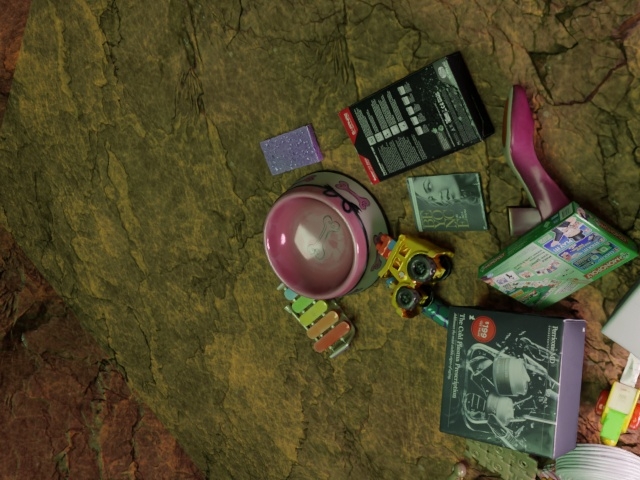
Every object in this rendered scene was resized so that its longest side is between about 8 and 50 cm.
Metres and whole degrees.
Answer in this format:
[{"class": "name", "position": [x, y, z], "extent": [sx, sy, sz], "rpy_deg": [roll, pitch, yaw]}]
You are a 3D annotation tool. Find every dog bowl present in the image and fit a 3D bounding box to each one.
[{"class": "dog bowl", "position": [0.000, 0.000, 2.063], "extent": [0.408, 0.150, 0.407], "rpy_deg": [10, 111, 29]}]

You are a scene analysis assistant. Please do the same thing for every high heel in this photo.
[{"class": "high heel", "position": [0.540, -0.193, 1.634], "extent": [0.181, 0.127, 0.377], "rpy_deg": [-4, 107, 9]}]

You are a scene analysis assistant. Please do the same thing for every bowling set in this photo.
[{"class": "bowling set", "position": [0.521, 0.840, 2.129], "extent": [0.200, 0.287, 0.154], "rpy_deg": [3, 132, -10]}]

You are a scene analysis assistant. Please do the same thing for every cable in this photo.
[{"class": "cable", "position": [0.751, 0.614, 1.776], "extent": [0.257, 0.089, 0.257], "rpy_deg": [-6, 144, 41]}]

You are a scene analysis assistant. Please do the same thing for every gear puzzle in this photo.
[{"class": "gear puzzle", "position": [0.588, 0.664, 2.022], "extent": [0.339, 0.044, 0.175], "rpy_deg": [25, 134, 37]}]

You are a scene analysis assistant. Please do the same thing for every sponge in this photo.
[{"class": "sponge", "position": [-0.092, -0.282, 2.111], "extent": [0.210, 0.031, 0.117], "rpy_deg": [-11, 105, 41]}]

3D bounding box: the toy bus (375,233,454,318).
[{"class": "toy bus", "position": [0.241, 0.083, 1.930], "extent": [0.211, 0.149, 0.220], "rpy_deg": [33, 107, 27]}]

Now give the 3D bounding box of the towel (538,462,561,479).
[{"class": "towel", "position": [0.743, 0.707, 1.955], "extent": [0.144, 0.029, 0.197], "rpy_deg": [54, 133, 2]}]

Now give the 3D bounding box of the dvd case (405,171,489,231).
[{"class": "dvd case", "position": [0.349, -0.103, 1.861], "extent": [0.221, 0.018, 0.164], "rpy_deg": [0, 112, 39]}]

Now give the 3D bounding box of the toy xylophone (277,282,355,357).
[{"class": "toy xylophone", "position": [-0.020, 0.258, 2.296], "extent": [0.322, 0.081, 0.236], "rpy_deg": [46, 133, 11]}]

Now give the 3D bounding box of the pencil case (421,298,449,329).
[{"class": "pencil case", "position": [0.371, 0.230, 1.982], "extent": [0.152, 0.064, 0.070], "rpy_deg": [36, 165, 20]}]

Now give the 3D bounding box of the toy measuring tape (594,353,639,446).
[{"class": "toy measuring tape", "position": [0.787, 0.376, 1.726], "extent": [0.121, 0.121, 0.330], "rpy_deg": [20, 101, 30]}]

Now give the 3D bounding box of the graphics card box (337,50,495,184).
[{"class": "graphics card box", "position": [0.246, -0.314, 1.784], "extent": [0.371, 0.094, 0.232], "rpy_deg": [-20, 98, 44]}]

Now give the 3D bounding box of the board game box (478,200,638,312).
[{"class": "board game box", "position": [0.579, 0.051, 1.667], "extent": [0.214, 0.046, 0.317], "rpy_deg": [28, 136, -19]}]

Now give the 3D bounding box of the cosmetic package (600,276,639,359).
[{"class": "cosmetic package", "position": [0.849, 0.086, 1.461], "extent": [0.230, 0.161, 0.453], "rpy_deg": [37, 130, 18]}]

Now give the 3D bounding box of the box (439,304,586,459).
[{"class": "box", "position": [0.501, 0.355, 1.765], "extent": [0.313, 0.179, 0.343], "rpy_deg": [3, 87, 37]}]
